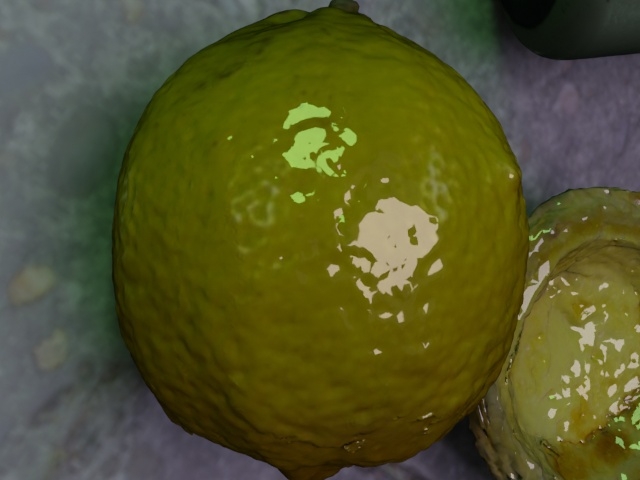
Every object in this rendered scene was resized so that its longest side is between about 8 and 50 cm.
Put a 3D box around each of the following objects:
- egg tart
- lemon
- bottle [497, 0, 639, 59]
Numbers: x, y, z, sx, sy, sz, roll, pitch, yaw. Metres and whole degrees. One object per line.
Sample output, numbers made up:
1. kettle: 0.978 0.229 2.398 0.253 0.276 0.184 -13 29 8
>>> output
1. egg tart: 0.160 0.072 0.617 0.212 0.090 0.213 -1 92 -31
2. lemon: 0.000 0.000 0.462 0.192 0.192 0.231 4 90 -30
3. bottle: 0.278 -0.199 0.571 0.347 0.168 0.168 -6 96 -8
